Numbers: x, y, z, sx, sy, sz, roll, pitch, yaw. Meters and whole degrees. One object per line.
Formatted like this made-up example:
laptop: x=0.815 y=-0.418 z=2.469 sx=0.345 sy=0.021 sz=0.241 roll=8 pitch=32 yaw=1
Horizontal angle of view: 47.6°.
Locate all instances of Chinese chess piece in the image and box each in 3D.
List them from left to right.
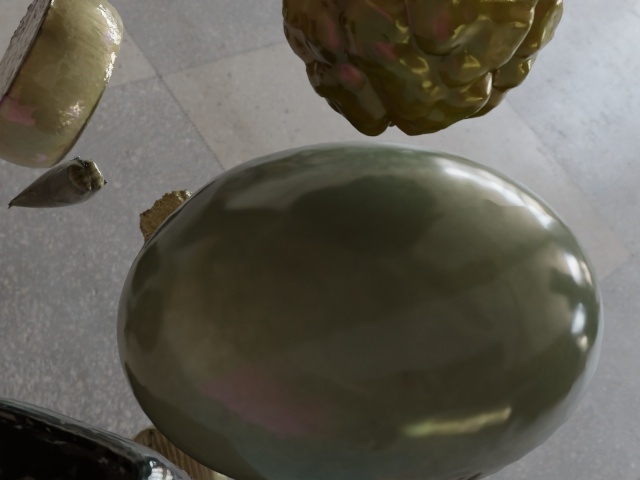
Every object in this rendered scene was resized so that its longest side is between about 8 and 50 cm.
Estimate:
Chinese chess piece: x=-0.387 y=-0.234 z=1.026 sx=0.112 sy=0.270 sz=0.270 roll=26 pitch=50 yaw=-33

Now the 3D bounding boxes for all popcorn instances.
popcorn: x=0.038 y=-0.171 z=0.381 sx=0.203 sy=0.226 sz=0.200 roll=19 pitch=71 yaw=21

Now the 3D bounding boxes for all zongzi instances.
zongzi: x=-0.662 y=-0.130 z=1.798 sx=0.256 sy=0.228 sz=0.115 roll=-20 pitch=101 yaw=-15

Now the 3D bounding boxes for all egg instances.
egg: x=0.032 y=0.055 z=0.534 sx=0.351 sy=0.258 sz=0.259 roll=-7 pitch=63 yaw=-11

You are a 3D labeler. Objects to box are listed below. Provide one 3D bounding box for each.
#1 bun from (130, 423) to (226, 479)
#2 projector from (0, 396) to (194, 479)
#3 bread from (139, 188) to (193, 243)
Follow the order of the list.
bun: x=-0.261 y=0.427 z=1.293 sx=0.210 sy=0.237 sz=0.116 roll=64 pitch=19 yaw=13
projector: x=-0.258 y=0.409 z=0.675 sx=0.241 sy=0.405 sz=0.395 roll=11 pitch=56 yaw=21
bread: x=-0.338 y=-0.027 z=1.727 sx=0.174 sy=0.245 sz=0.121 roll=-37 pitch=82 yaw=-11
